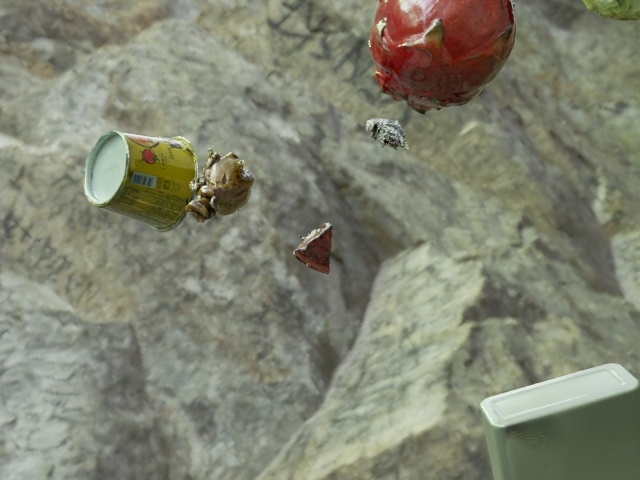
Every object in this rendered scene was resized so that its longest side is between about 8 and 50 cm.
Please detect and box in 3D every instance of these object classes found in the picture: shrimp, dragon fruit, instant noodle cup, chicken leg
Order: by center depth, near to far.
[{"bbox_3d":[0.190,-0.324,1.548,0.241,0.252,0.241,58,-178,-4],"label":"dragon fruit"},{"bbox_3d":[-0.165,-0.083,1.568,0.085,0.101,0.207,15,-160,8],"label":"chicken leg"},{"bbox_3d":[-0.329,-0.115,1.764,0.144,0.182,0.182,14,-135,-42],"label":"instant noodle cup"},{"bbox_3d":[0.150,-0.227,2.106,0.165,0.065,0.056,-128,29,-61],"label":"shrimp"},{"bbox_3d":[-0.020,0.001,2.418,0.192,0.092,0.122,-89,2,-74],"label":"dragon fruit"}]

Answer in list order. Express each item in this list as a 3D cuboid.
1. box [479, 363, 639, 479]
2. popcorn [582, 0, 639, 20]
[{"bbox_3d":[0.548,0.485,2.134,0.177,0.352,0.343,-111,6,-76],"label":"box"},{"bbox_3d":[0.523,-0.483,1.700,0.212,0.198,0.198,55,-161,-37],"label":"popcorn"}]
